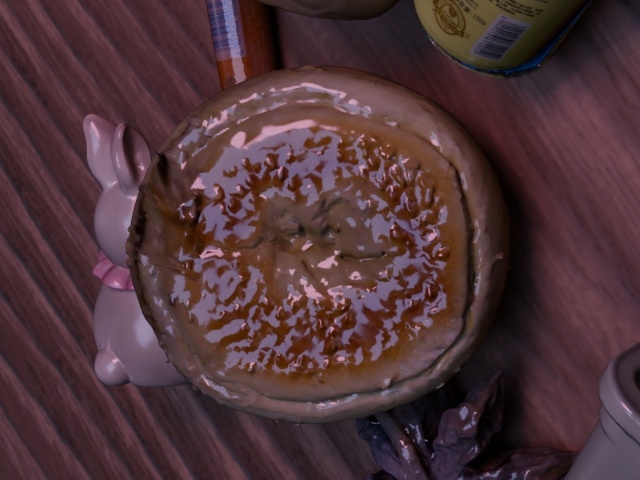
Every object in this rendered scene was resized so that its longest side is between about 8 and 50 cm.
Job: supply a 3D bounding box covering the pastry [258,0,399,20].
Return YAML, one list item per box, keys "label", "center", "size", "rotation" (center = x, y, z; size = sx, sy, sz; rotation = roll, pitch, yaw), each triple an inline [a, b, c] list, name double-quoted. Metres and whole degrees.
- label: "pastry"
  center: [-0.038, -0.267, 1.298]
  size: [0.265, 0.265, 0.133]
  rotation: [33, 117, 26]

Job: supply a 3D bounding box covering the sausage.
- label: "sausage"
  center: [-0.081, -0.263, 1.449]
  size: [0.053, 0.053, 0.347]
  rotation: [-5, 97, 36]

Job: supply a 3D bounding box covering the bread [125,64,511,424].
- label: "bread"
  center: [0.000, 0.000, 1.353]
  size: [0.306, 0.159, 0.305]
  rotation: [2, 102, 8]

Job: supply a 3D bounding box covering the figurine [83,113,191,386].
- label: "figurine"
  center: [-0.131, 0.000, 1.470]
  size: [0.127, 0.155, 0.235]
  rotation: [31, 126, 58]

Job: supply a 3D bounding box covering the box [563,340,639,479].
- label: "box"
  center: [0.311, 0.228, 1.211]
  size: [0.312, 0.175, 0.182]
  rotation: [43, 131, 21]

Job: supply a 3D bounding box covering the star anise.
- label: "star anise"
  center: [0.095, 0.190, 1.405]
  size: [0.262, 0.081, 0.230]
  rotation: [35, 129, 22]

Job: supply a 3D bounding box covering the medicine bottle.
- label: "medicine bottle"
  center: [0.159, -0.220, 1.194]
  size: [0.124, 0.124, 0.239]
  rotation: [59, 151, 11]
